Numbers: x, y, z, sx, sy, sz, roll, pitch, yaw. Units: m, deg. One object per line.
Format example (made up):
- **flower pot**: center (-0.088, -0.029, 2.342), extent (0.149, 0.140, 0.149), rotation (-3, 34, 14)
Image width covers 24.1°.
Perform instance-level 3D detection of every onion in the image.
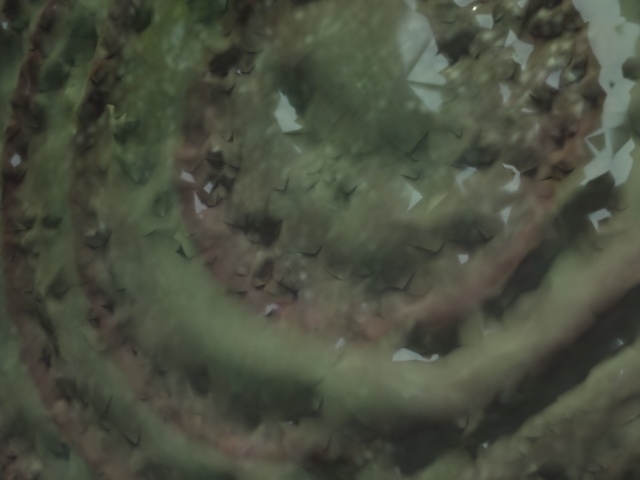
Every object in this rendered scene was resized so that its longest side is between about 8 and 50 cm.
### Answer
- **onion**: center (0.000, 0.000, 0.401), extent (0.247, 0.111, 0.250), rotation (-37, 67, 23)
